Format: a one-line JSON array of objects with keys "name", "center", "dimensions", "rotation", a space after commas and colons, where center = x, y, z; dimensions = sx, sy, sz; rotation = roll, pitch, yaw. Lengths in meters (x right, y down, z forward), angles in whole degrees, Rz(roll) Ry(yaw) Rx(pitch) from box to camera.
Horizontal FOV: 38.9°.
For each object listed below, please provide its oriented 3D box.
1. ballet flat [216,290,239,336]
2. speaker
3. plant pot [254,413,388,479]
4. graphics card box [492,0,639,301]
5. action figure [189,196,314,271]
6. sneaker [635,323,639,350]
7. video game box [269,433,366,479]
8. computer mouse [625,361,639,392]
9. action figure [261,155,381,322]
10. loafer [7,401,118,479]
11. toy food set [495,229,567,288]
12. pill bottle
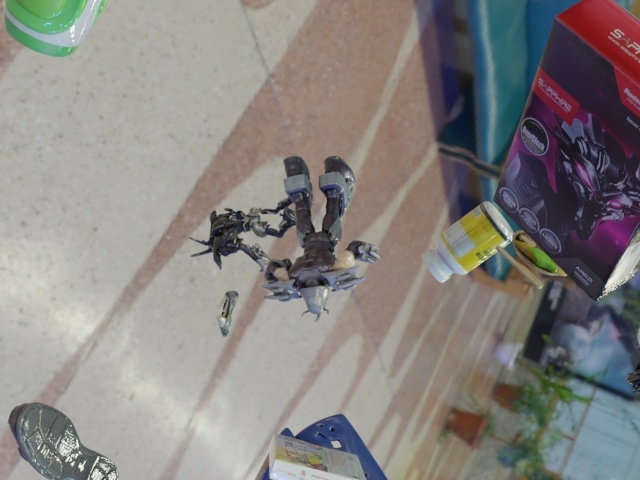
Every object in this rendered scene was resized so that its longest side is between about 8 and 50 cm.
[{"name": "ballet flat", "center": [-0.227, 0.172, 2.149], "dimensions": [0.041, 0.041, 0.114], "rotation": [1, 105, -68]}, {"name": "speaker", "center": [-0.342, -0.410, 1.266], "dimensions": [0.297, 0.131, 0.131], "rotation": [-57, 166, 28]}, {"name": "plant pot", "center": [-0.014, 0.571, 2.108], "dimensions": [0.212, 0.236, 0.236], "rotation": [3, 125, -39]}, {"name": "graphics card box", "center": [0.374, -0.112, 1.222], "dimensions": [0.094, 0.233, 0.371], "rotation": [-29, 151, -22]}, {"name": "action figure", "center": [-0.143, -0.013, 1.970], "dimensions": [0.141, 0.275, 0.164], "rotation": [47, 28, -44]}, {"name": "sneaker", "center": [0.734, 0.165, 1.822], "dimensions": [0.237, 0.085, 0.086], "rotation": [-20, 173, -21]}, {"name": "video game box", "center": [-0.010, 0.452, 1.814], "dimensions": [0.205, 0.187, 0.048], "rotation": [-156, -96, -87]}, {"name": "computer mouse", "center": [0.573, 0.131, 1.284], "dimensions": [0.272, 0.072, 0.188], "rotation": [-33, 170, -27]}, {"name": "action figure", "center": [0.000, 0.000, 1.400], "dimensions": [0.099, 0.185, 0.285], "rotation": [67, 20, -54]}, {"name": "loafer", "center": [-0.489, 0.394, 1.670], "dimensions": [0.302, 0.095, 0.109], "rotation": [60, 42, -44]}, {"name": "toy food set", "center": [0.427, 0.020, 1.729], "dimensions": [0.192, 0.132, 0.039], "rotation": [-18, 145, -49]}, {"name": "pill bottle", "center": [0.309, 0.008, 1.916], "dimensions": [0.184, 0.103, 0.103], "rotation": [-38, 165, 16]}]
